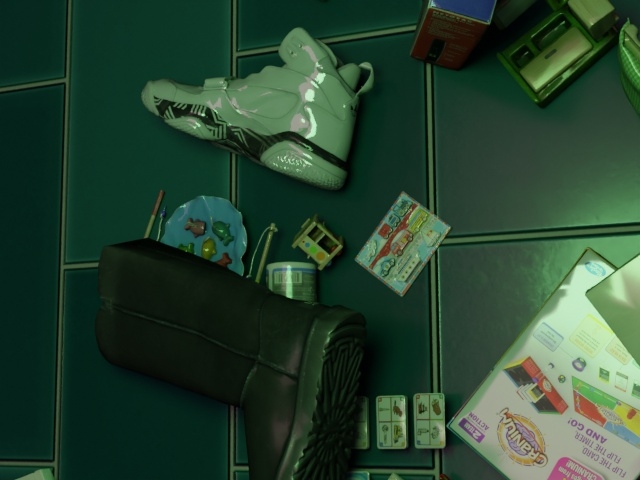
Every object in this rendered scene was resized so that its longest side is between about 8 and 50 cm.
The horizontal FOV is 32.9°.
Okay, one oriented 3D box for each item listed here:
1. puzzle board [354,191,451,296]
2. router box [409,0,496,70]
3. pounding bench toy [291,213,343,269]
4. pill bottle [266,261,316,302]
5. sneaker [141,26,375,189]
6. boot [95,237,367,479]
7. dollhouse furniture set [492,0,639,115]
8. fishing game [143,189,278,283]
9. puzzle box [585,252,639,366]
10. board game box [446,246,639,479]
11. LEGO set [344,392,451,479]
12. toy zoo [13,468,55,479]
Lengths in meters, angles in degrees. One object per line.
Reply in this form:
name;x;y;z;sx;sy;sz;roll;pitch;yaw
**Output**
puzzle board;0.122;0.005;1.614;0.096;0.011;0.128;38;99;24
router box;0.213;-0.426;1.476;0.082;0.301;0.335;16;89;0
pounding bench toy;0.000;0.000;1.650;0.065;0.083;0.052;41;104;-9
pill bottle;-0.044;0.104;1.636;0.078;0.078;0.137;-3;82;23
sneaker;-0.092;-0.230;1.680;0.366;0.137;0.210;23;92;20
boot;-0.166;0.217;1.587;0.445;0.146;0.367;15;94;32
dollhouse furniture set;0.364;-0.207;1.435;0.151;0.197;0.301;-39;68;13
fishing game;-0.195;0.018;1.720;0.264;0.041;0.189;21;93;34
puzzle box;0.562;0.052;1.295;0.409;0.052;0.272;-37;84;16
board game box;0.359;0.206;1.450;0.242;0.064;0.316;41;100;23
LEGO set;0.115;0.346;1.562;0.182;0.060;0.244;-9;77;35
toy zoo;-0.517;0.504;1.813;0.293;0.030;0.192;-23;74;20
